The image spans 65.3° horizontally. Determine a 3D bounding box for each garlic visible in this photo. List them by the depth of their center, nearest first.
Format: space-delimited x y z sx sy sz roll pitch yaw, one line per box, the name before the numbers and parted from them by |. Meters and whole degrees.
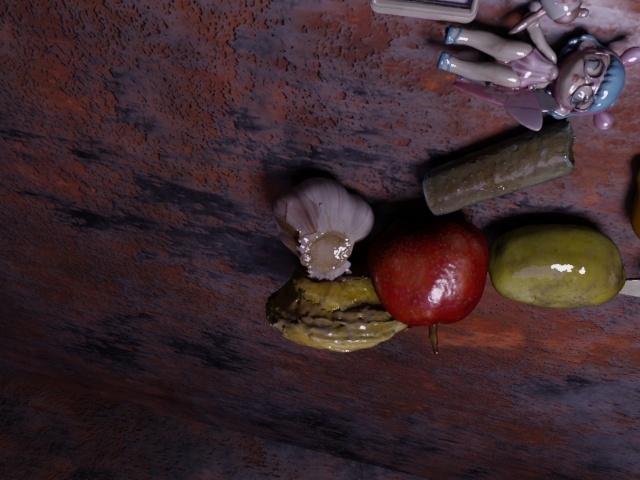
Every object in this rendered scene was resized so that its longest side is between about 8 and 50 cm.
garlic | 0.000 0.000 1.028 0.207 0.206 0.256 12 146 6

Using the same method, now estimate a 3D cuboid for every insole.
insole | 0.710 0.098 1.035 0.192 0.010 0.063 -2 138 23

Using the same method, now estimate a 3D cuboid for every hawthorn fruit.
hawthorn fruit | 0.204 0.080 0.952 0.231 0.265 0.210 -1 164 8

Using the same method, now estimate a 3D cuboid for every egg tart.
egg tart | 0.040 0.122 1.115 0.353 0.352 0.149 6 103 14

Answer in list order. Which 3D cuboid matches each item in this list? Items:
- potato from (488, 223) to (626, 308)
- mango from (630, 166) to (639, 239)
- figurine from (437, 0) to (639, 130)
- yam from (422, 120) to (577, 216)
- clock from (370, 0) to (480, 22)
potato | 0.447 0.049 0.960 0.229 0.148 0.197 -13 120 30
mango | 0.575 -0.061 0.835 0.102 0.084 0.184 -6 127 32
figurine | 0.300 -0.261 0.696 0.260 0.103 0.205 15 106 5
yam | 0.304 -0.119 0.856 0.259 0.093 0.093 -18 130 36
clock | 0.144 -0.379 0.611 0.147 0.071 0.191 11 141 7
